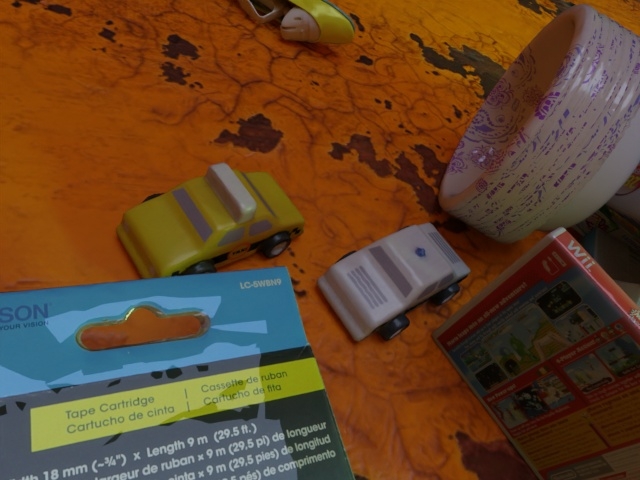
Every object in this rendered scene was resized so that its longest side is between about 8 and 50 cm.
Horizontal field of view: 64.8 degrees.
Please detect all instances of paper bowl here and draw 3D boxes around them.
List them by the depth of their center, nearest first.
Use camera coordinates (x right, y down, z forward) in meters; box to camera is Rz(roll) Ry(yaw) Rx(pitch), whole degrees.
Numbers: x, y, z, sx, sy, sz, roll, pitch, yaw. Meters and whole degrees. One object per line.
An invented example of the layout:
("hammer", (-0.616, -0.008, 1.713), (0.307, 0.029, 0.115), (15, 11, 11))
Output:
("paper bowl", (0.286, -0.126, 0.631), (0.148, 0.284, 0.284), (31, 48, -2))

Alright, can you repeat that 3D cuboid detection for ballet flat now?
("ballet flat", (-0.057, -0.365, 0.805), (0.231, 0.077, 0.077), (35, 69, 7))

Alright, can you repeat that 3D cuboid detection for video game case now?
("video game case", (0.240, 0.155, 0.445), (0.025, 0.204, 0.285), (-23, 67, -33))

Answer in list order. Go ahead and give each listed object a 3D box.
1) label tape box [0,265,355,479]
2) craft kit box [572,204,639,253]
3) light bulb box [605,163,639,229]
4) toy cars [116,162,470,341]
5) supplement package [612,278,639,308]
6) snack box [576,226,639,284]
("label tape box", (-0.098, 0.192, 0.319), (0.241, 0.106, 0.333), (-3, 57, -26))
("craft kit box", (0.495, -0.055, 0.810), (0.247, 0.061, 0.249), (38, 47, -9))
("light bulb box", (0.580, 0.002, 0.544), (0.361, 0.225, 0.358), (34, 15, -10))
("toy cars", (0.000, 0.000, 0.529), (0.394, 0.087, 0.176), (16, 50, -14))
("supplement package", (0.392, 0.149, 0.504), (0.244, 0.133, 0.139), (25, 5, 13))
("snack box", (0.477, 0.137, 0.669), (0.322, 0.060, 0.187), (32, 49, 1))
